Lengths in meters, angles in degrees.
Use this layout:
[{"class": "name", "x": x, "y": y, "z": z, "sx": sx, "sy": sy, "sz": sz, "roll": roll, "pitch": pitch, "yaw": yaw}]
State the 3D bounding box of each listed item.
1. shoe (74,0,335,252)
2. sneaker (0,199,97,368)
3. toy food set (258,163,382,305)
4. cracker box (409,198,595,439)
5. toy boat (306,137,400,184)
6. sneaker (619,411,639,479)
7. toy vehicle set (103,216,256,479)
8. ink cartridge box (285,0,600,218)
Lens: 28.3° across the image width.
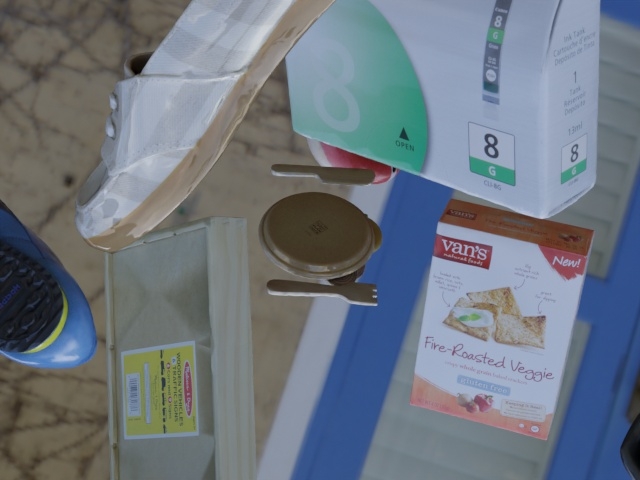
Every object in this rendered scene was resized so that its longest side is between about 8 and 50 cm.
[{"class": "shoe", "x": -0.046, "y": -0.084, "z": 0.543, "sx": 0.058, "sy": 0.219, "sz": 0.076, "roll": 37, "pitch": -157, "yaw": -15}, {"class": "sneaker", "x": -0.216, "y": 0.004, "z": 0.793, "sx": 0.209, "sy": 0.069, "sz": 0.082, "roll": 44, "pitch": 178, "yaw": 21}, {"class": "toy food set", "x": 0.000, "y": 0.000, "z": 1.341, "sx": 0.133, "sy": 0.192, "sz": 0.038, "roll": 5, "pitch": 137, "yaw": -3}, {"class": "cracker box", "x": 0.189, "y": 0.085, "z": 1.347, "sx": 0.156, "sy": 0.232, "sz": 0.067, "roll": 13, "pitch": -152, "yaw": 14}, {"class": "toy boat", "x": 0.072, "y": -0.180, "z": 1.527, "sx": 0.151, "sy": 0.231, "sz": 0.151, "roll": 10, "pitch": -156, "yaw": 34}, {"class": "sneaker", "x": 0.285, "y": 0.091, "z": 0.779, "sx": 0.090, "sy": 0.081, "sz": 0.232, "roll": -16, "pitch": 158, "yaw": -46}, {"class": "toy vehicle set", "x": -0.118, "y": 0.123, "z": 1.047, "sx": 0.035, "sy": 0.266, "sz": 0.166, "roll": 4, "pitch": 170, "yaw": -40}, {"class": "ink cartridge box", "x": 0.054, "y": -0.139, "z": 0.644, "sx": 0.181, "sy": 0.056, "sz": 0.224, "roll": 23, "pitch": 133, "yaw": 40}]
